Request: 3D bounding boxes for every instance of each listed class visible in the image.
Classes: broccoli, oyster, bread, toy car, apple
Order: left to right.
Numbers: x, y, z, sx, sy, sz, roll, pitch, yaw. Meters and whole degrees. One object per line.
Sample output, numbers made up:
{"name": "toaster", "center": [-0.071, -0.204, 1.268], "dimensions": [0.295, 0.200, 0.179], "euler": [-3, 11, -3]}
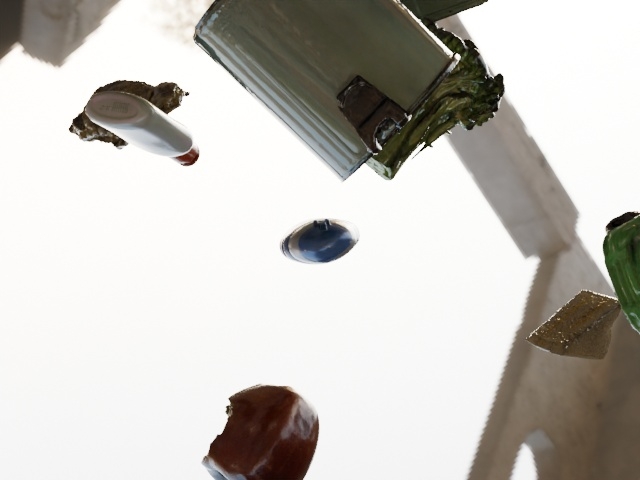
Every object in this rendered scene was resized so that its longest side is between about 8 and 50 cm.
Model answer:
{"name": "oyster", "center": [-0.331, -0.203, 1.924], "dimensions": [0.345, 0.078, 0.129], "euler": [1, -123, 53]}
{"name": "apple", "center": [-0.073, 0.275, 1.628], "dimensions": [0.147, 0.156, 0.158], "euler": [16, -119, 42]}
{"name": "broccoli", "center": [0.143, -0.209, 1.794], "dimensions": [0.247, 0.263, 0.243], "euler": [16, -110, 38]}
{"name": "bread", "center": [0.405, 0.130, 1.895], "dimensions": [0.077, 0.152, 0.105], "euler": [18, -86, 39]}
{"name": "toy car", "center": [0.598, 0.036, 1.790], "dimensions": [0.176, 0.358, 0.213], "euler": [-41, -122, 51]}

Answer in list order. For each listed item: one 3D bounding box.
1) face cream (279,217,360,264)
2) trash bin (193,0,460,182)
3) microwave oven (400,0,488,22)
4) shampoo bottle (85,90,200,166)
{"name": "face cream", "center": [0.000, 0.000, 2.171], "dimensions": [0.149, 0.083, 0.264], "euler": [-14, -178, -4]}
{"name": "trash bin", "center": [0.007, -0.239, 1.482], "dimensions": [0.217, 0.262, 0.277], "euler": [-46, -175, 13]}
{"name": "microwave oven", "center": [0.178, -0.451, 1.921], "dimensions": [0.163, 0.129, 0.205], "euler": [-16, -140, 11]}
{"name": "shampoo bottle", "center": [-0.235, -0.152, 1.671], "dimensions": [0.108, 0.221, 0.051], "euler": [9, -100, 22]}
